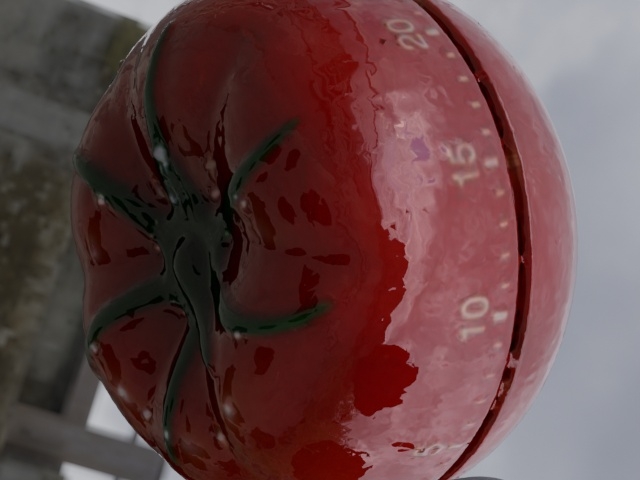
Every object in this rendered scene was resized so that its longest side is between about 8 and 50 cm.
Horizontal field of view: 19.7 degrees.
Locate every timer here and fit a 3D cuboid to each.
[{"bbox_3d":[0.000,0.000,1.272,0.378,0.279,0.378,10,-77,49],"label":"timer"}]

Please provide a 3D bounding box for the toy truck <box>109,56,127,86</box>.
[{"bbox_3d":[-0.094,-0.081,1.682,0.108,0.140,0.257,32,-32,34],"label":"toy truck"}]

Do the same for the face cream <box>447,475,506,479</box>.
[{"bbox_3d":[0.087,0.195,1.041,0.117,0.117,0.104,-66,174,14],"label":"face cream"}]
